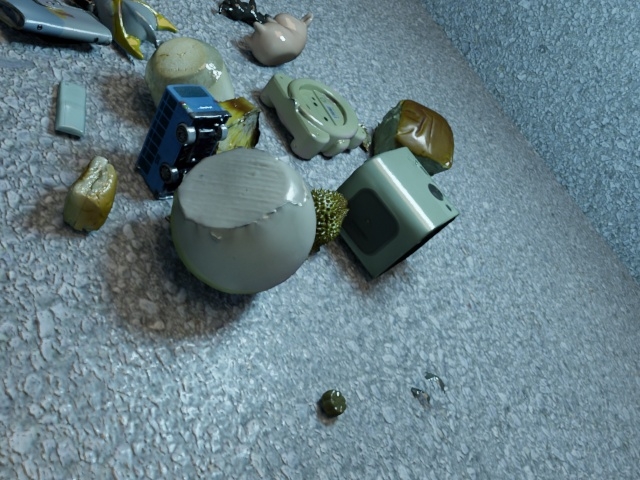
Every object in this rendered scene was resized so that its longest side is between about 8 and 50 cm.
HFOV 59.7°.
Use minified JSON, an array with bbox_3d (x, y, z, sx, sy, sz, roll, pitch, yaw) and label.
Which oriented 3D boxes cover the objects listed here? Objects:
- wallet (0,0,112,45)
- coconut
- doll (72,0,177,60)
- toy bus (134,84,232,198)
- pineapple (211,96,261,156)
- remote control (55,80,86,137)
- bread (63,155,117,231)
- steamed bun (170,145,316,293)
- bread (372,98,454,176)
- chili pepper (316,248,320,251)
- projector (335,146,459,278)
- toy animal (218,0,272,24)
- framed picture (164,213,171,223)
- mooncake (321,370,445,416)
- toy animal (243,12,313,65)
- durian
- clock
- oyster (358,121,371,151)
[{"bbox_3d":[-0.631,-0.516,1.317,0.170,0.069,0.231,41,29,24],"label":"wallet"},{"bbox_3d":[-0.320,-0.381,1.384,0.202,0.222,0.202,-2,63,3],"label":"coconut"},{"bbox_3d":[-0.532,-0.607,1.469,0.316,0.103,0.145,36,34,0],"label":"doll"},{"bbox_3d":[-0.305,-0.212,1.212,0.133,0.234,0.116,48,36,16],"label":"toy bus"},{"bbox_3d":[-0.226,-0.265,1.362,0.114,0.186,0.236,39,2,17],"label":"pineapple"},{"bbox_3d":[-0.543,-0.290,1.220,0.061,0.029,0.162,14,46,-36],"label":"remote control"},{"bbox_3d":[-0.435,-0.086,1.070,0.082,0.106,0.125,29,42,-19],"label":"bread"},{"bbox_3d":[-0.151,-0.015,1.163,0.309,0.309,0.309,25,42,-25],"label":"steamed bun"},{"bbox_3d":[0.324,-0.334,1.915,0.250,0.225,0.279,28,45,-19],"label":"bread"},{"bbox_3d":[0.000,0.000,1.470,0.027,0.022,0.083,15,36,15],"label":"chili pepper"},{"bbox_3d":[0.192,-0.078,1.531,0.249,0.248,0.248,53,38,10],"label":"projector"},{"bbox_3d":[-0.264,-0.806,1.920,0.232,0.084,0.148,-8,63,-51],"label":"toy animal"},{"bbox_3d":[-0.293,-0.030,1.232,0.089,0.006,0.066,49,38,5],"label":"framed picture"},{"bbox_3d":[0.144,0.352,1.258,0.347,0.057,0.150,-18,82,-43],"label":"mooncake"},{"bbox_3d":[-0.130,-0.670,1.856,0.154,0.166,0.250,51,43,-8],"label":"toy animal"},{"bbox_3d":[-0.019,-0.048,1.411,0.146,0.102,0.208,15,76,12],"label":"durian"},{"bbox_3d":[-0.012,-0.389,1.751,0.309,0.114,0.284,-9,61,-50],"label":"clock"},{"bbox_3d":[0.135,-0.365,1.928,0.086,0.029,0.132,19,47,-22],"label":"oyster"}]
